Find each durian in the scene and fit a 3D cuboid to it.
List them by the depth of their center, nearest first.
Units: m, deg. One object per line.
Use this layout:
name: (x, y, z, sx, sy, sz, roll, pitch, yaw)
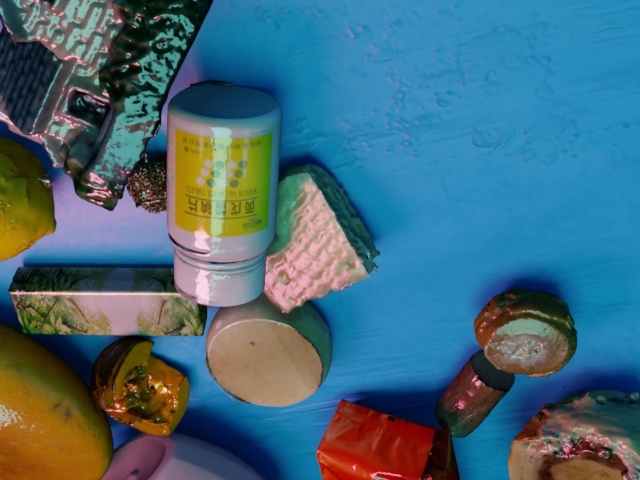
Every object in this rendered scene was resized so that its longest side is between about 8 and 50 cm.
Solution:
durian: (-0.219, -0.078, 1.336, 0.080, 0.080, 0.091, -2, 123, 7)

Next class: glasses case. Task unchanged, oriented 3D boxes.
glasses case: (-0.305, 0.086, 1.469, 0.272, 0.062, 0.095, 1, 132, 5)

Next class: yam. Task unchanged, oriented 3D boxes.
yam: (0.229, 0.228, 1.510, 0.084, 0.084, 0.127, 24, 128, -12)

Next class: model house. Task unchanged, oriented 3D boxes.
model house: (-0.284, -0.230, 1.137, 0.284, 0.243, 0.298, 26, 112, -8)

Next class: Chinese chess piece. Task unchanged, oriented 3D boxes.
Chinese chess piece: (-0.075, 0.159, 1.491, 0.188, 0.083, 0.188, 4, 127, 6)

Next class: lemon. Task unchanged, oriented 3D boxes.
lemon: (-0.446, -0.054, 1.314, 0.206, 0.173, 0.173, 8, 126, 10)

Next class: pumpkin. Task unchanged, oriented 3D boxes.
pumpkin: (-0.286, 0.213, 1.523, 0.107, 0.119, 0.183, 16, 149, 33)

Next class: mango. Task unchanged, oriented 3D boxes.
mango: (-0.476, 0.262, 1.525, 0.365, 0.182, 0.253, 38, 125, -14)

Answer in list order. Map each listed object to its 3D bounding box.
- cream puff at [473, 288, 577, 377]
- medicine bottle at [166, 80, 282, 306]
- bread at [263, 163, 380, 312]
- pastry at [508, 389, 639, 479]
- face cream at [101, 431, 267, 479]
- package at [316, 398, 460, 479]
cream puff: (0.287, 0.124, 1.416, 0.144, 0.103, 0.126, -1, 120, 6)
medicine bottle: (-0.124, -0.056, 1.279, 0.143, 0.143, 0.258, 5, 118, 1)
bread: (0.000, 0.000, 1.370, 0.172, 0.064, 0.232, 16, 125, 8)
pastry: (0.416, 0.325, 1.519, 0.236, 0.170, 0.256, 3, 138, 29)
face cream: (-0.201, 0.478, 1.643, 0.312, 0.219, 0.357, -28, 119, 22)
package: (0.132, 0.440, 1.612, 0.196, 0.123, 0.424, 13, 133, 34)
